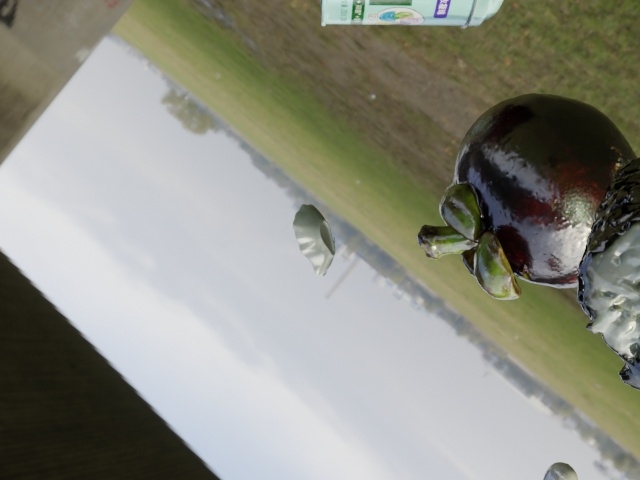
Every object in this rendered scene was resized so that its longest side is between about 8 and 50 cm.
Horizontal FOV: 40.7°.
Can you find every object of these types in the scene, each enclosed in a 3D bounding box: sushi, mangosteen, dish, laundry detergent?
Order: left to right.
[{"bbox_3d":[0.000,0.000,1.527,0.091,0.039,0.137,-53,-52,-52],"label":"dish"},{"bbox_3d":[0.153,-0.479,1.346,0.305,0.287,0.287,1,-177,0],"label":"laundry detergent"},{"bbox_3d":[0.339,-0.069,1.341,0.330,0.330,0.330,40,-178,-2],"label":"mangosteen"},{"bbox_3d":[0.409,0.068,0.808,0.350,0.211,0.171,30,-148,8],"label":"sushi"}]

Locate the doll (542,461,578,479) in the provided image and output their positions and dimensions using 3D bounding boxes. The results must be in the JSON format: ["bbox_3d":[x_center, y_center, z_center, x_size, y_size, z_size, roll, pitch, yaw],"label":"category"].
[{"bbox_3d":[0.317,0.472,1.290,0.242,0.311,0.159,18,180,-37],"label":"doll"}]
